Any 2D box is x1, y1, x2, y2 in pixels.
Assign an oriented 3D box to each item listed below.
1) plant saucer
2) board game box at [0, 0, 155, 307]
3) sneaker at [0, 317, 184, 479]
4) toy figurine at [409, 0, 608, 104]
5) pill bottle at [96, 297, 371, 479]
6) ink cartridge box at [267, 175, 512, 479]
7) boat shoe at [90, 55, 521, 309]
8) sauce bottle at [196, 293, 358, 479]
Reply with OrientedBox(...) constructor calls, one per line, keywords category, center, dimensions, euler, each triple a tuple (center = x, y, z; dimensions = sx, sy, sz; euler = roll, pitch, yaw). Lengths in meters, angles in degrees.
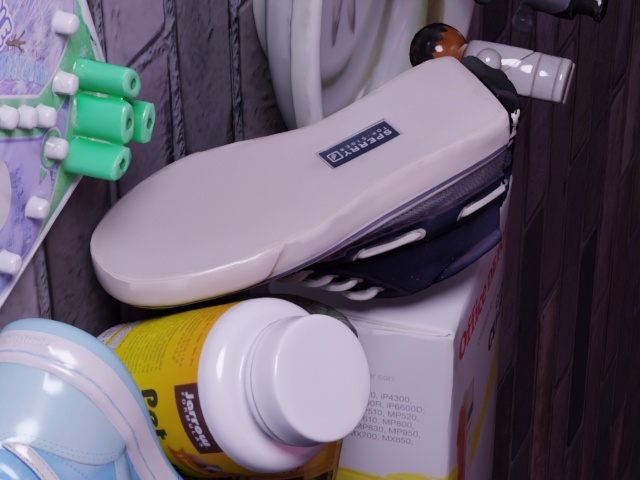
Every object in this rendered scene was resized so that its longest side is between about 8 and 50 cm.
OrientedBox(category="plant saucer", center=(0.032, -0.231, 1.554), dimensions=(0.400, 0.101, 0.400), euler=(12, 90, -71))
OrientedBox(category="board game box", center=(-0.222, -0.063, 1.044), dimensions=(0.390, 0.050, 0.390), euler=(78, 32, -49))
OrientedBox(category="sneaker", center=(-0.169, 0.226, 1.242), dimensions=(0.208, 0.127, 0.319), euler=(-61, 139, -37))
OrientedBox(category="toy figurine", center=(0.153, -0.230, 1.543), dimensions=(0.209, 0.148, 0.213), euler=(89, 21, -48))
OrientedBox(category="pill bottle", center=(-0.067, 0.103, 1.301), dimensions=(0.117, 0.215, 0.117), euler=(9, 76, -40))
OrientedBox(category="ink cartridge box", center=(0.063, 0.155, 1.682), dimensions=(0.279, 0.160, 0.384), euler=(-64, 157, -56))
OrientedBox(category="boat shoe", center=(0.000, 0.000, 1.402), dimensions=(0.341, 0.127, 0.158), euler=(-23, 137, -17))
OrientedBox(category="sauce bottle", center=(-0.046, 0.216, 1.487), dimensions=(0.111, 0.111, 0.344), euler=(-38, 139, -61))
